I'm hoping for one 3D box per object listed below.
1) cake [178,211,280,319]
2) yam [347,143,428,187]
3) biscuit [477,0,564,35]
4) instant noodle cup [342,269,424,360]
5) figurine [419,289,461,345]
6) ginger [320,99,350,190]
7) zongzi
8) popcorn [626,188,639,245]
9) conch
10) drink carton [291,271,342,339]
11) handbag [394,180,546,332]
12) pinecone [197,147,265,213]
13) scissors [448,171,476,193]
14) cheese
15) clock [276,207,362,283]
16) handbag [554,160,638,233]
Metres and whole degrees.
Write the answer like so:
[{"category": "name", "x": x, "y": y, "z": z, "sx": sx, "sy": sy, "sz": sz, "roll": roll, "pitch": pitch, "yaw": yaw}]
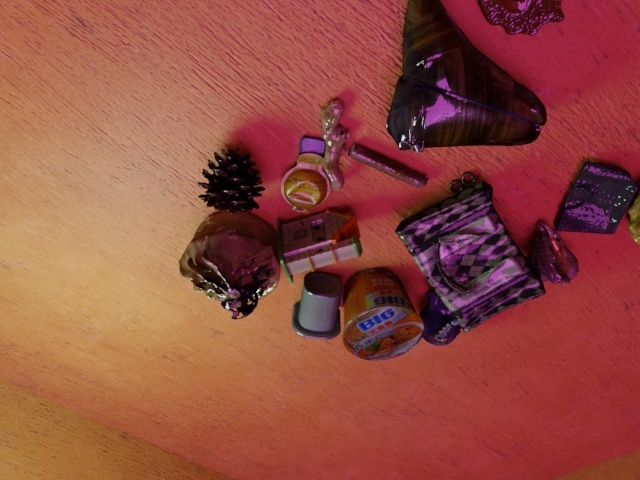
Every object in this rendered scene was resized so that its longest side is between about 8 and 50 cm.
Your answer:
[{"category": "cake", "x": -0.290, "y": 0.110, "z": 1.596, "sx": 0.333, "sy": 0.321, "sz": 0.332, "roll": 1, "pitch": 128, "yaw": 2}, {"category": "yam", "x": 0.207, "y": -0.220, "z": 1.473, "sx": 0.264, "sy": 0.046, "sz": 0.046, "roll": 22, "pitch": 127, "yaw": -14}, {"category": "biscuit", "x": 0.495, "y": -0.581, "z": 1.166, "sx": 0.216, "sy": 0.034, "sz": 0.182, "roll": 22, "pitch": 128, "yaw": -18}, {"category": "instant noodle cup", "x": 0.204, "y": 0.254, "z": 1.743, "sx": 0.297, "sy": 0.213, "sz": 0.296, "roll": -4, "pitch": 131, "yaw": -4}, {"category": "figurine", "x": 0.456, "y": 0.270, "z": 1.799, "sx": 0.175, "sy": 0.197, "sz": 0.264, "roll": 34, "pitch": 144, "yaw": 30}, {"category": "ginger", "x": 0.046, "y": -0.268, "z": 1.427, "sx": 0.089, "sy": 0.075, "sz": 0.287, "roll": -9, "pitch": 122, "yaw": -4}, {"category": "zongzi", "x": 0.384, "y": -0.438, "z": 1.207, "sx": 0.404, "sy": 0.207, "sz": 0.431, "roll": -1, "pitch": 118, "yaw": -4}, {"category": "popcorn", "x": 1.057, "y": -0.085, "z": 1.440, "sx": 0.252, "sy": 0.215, "sz": 0.286, "roll": 33, "pitch": 108, "yaw": -21}, {"category": "conch", "x": 0.757, "y": 0.055, "z": 1.605, "sx": 0.163, "sy": 0.178, "sz": 0.245, "roll": -22, "pitch": 107, "yaw": 9}, {"category": "drink carton", "x": 0.002, "y": 0.231, "z": 1.778, "sx": 0.186, "sy": 0.191, "sz": 0.189, "roll": 12, "pitch": 123, "yaw": -5}, {"category": "handbag", "x": 0.478, "y": 0.047, "z": 1.537, "sx": 0.317, "sy": 0.180, "sz": 0.416, "roll": -32, "pitch": 100, "yaw": 25}, {"category": "pinecone", "x": -0.261, "y": -0.174, "z": 1.443, "sx": 0.208, "sy": 0.207, "sz": 0.207, "roll": 1, "pitch": 130, "yaw": 2}, {"category": "scissors", "x": 0.496, "y": -0.129, "z": 1.555, "sx": 0.088, "sy": 0.017, "sz": 0.220, "roll": -36, "pitch": 120, "yaw": 24}, {"category": "cheese", "x": -0.038, "y": -0.195, "z": 1.495, "sx": 0.157, "sy": 0.064, "sz": 0.250, "roll": 9, "pitch": 120, "yaw": -8}, {"category": "clock", "x": 0.000, "y": 0.000, "z": 1.564, "sx": 0.256, "sy": 0.219, "sz": 0.106, "roll": -16, "pitch": 129, "yaw": 5}, {"category": "handbag", "x": 0.844, "y": -0.122, "z": 1.509, "sx": 0.176, "sy": 0.088, "sz": 0.270, "roll": 8, "pitch": 131, "yaw": 7}]
